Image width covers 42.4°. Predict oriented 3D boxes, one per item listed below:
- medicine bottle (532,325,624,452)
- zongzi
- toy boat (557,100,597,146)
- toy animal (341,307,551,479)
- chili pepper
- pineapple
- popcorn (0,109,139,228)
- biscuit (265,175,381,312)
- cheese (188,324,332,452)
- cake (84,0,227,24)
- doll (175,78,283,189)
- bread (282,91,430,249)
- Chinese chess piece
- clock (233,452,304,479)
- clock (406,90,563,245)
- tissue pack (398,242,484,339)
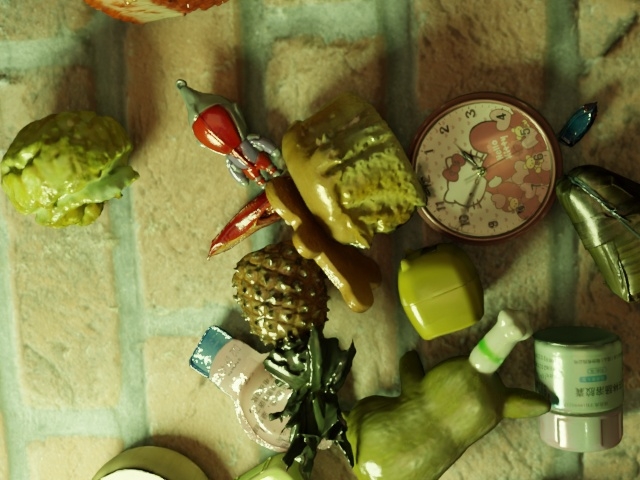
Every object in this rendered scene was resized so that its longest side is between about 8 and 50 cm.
[{"bbox_3d":[0.398,0.226,1.272,0.135,0.135,0.168,-2,97,11],"label":"medicine bottle"},{"bbox_3d":[0.498,-0.052,1.223,0.242,0.112,0.221,-32,99,9],"label":"zongzi"},{"bbox_3d":[0.399,-0.180,1.270,0.038,0.038,0.083,38,120,4],"label":"toy boat"},{"bbox_3d":[0.205,0.259,1.300,0.363,0.180,0.181,-40,95,6],"label":"toy animal"},{"bbox_3d":[-0.090,-0.053,1.378,0.268,0.059,0.050,-35,51,16],"label":"chili pepper"},{"bbox_3d":[-0.026,0.182,1.290,0.166,0.165,0.364,-23,72,13],"label":"pineapple"},{"bbox_3d":[-0.417,-0.120,1.359,0.221,0.204,0.183,-28,91,28],"label":"popcorn"},{"bbox_3d":[0.000,0.000,1.307,0.036,0.165,0.250,-40,97,24],"label":"biscuit"},{"bbox_3d":[-0.090,0.253,1.400,0.286,0.074,0.188,32,101,5],"label":"cheese"},{"bbox_3d":[-0.228,-0.493,1.235,0.320,0.270,0.269,-18,93,14],"label":"cake"},{"bbox_3d":[-0.156,-0.179,1.357,0.227,0.075,0.102,44,113,-7],"label":"doll"},{"bbox_3d":[0.041,-0.122,1.255,0.174,0.133,0.251,-30,71,-2],"label":"bread"},{"bbox_3d":[-0.302,0.491,1.459,0.250,0.103,0.249,2,98,11],"label":"Chinese chess piece"},{"bbox_3d":[-0.052,0.490,1.417,0.170,0.069,0.232,-35,97,21],"label":"clock"},{"bbox_3d":[0.255,-0.111,1.296,0.245,0.056,0.244,2,99,10],"label":"clock"},{"bbox_3d":[0.183,0.068,1.269,0.123,0.178,0.127,-20,95,11],"label":"tissue pack"}]
